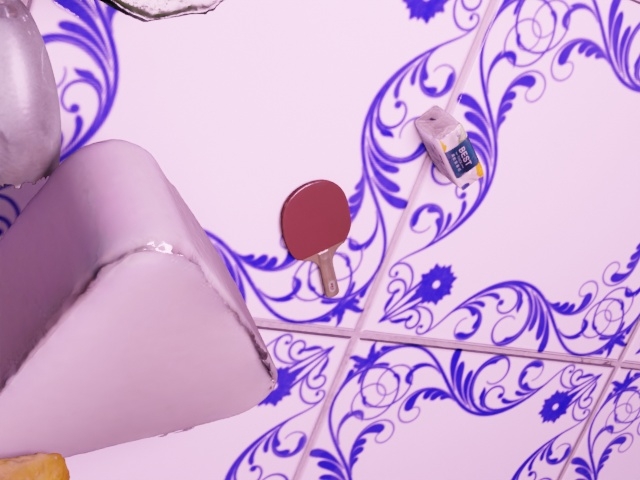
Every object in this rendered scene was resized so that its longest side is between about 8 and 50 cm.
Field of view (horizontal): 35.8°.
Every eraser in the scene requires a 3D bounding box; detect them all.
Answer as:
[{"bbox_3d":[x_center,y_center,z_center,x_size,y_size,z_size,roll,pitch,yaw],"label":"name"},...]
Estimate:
[{"bbox_3d":[-0.192,0.059,0.933,0.331,0.150,0.331,-18,144,-13],"label":"eraser"}]

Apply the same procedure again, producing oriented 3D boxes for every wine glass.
[{"bbox_3d":[-0.352,-0.190,0.802,0.264,0.096,0.309,-7,120,-19],"label":"wine glass"}]

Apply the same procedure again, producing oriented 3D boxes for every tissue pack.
[{"bbox_3d":[0.149,-0.107,1.140,0.042,0.062,0.083,-35,127,-2],"label":"tissue pack"}]

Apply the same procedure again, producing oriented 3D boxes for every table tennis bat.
[{"bbox_3d":[0.000,0.000,1.148,0.087,0.013,0.156,-26,124,-18],"label":"table tennis bat"}]

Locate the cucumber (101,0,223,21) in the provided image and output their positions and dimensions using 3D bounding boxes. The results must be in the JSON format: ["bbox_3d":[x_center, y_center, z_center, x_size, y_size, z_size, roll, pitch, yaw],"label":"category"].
[{"bbox_3d":[-0.152,-0.282,0.842,0.191,0.130,0.191,-12,114,-27],"label":"cucumber"}]

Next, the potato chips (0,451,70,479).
[{"bbox_3d":[-0.395,0.219,0.815,0.407,0.080,0.057,2,104,-32],"label":"potato chips"}]
